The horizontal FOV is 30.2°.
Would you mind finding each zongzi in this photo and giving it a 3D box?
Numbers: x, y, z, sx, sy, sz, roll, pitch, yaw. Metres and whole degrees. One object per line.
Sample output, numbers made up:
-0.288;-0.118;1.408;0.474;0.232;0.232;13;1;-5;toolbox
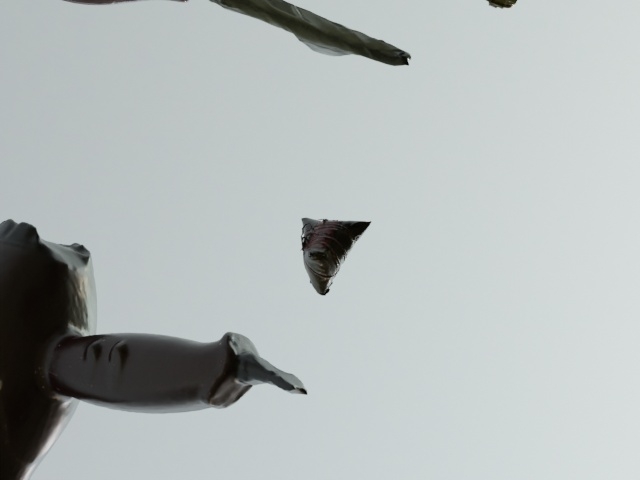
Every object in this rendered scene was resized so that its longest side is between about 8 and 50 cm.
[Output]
0.000;0.000;1.198;0.083;0.074;0.067;-50;-38;-25;zongzi

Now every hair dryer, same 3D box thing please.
-0.158;0.140;0.850;0.123;0.341;0.312;26;-112;-53;hair dryer

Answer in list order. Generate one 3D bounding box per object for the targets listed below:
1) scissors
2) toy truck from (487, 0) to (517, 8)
-0.052;-0.131;0.629;0.021;0.212;0.110;113;180;-45;scissors
0.207;-0.306;1.238;0.052;0.062;0.123;18;-55;-13;toy truck
